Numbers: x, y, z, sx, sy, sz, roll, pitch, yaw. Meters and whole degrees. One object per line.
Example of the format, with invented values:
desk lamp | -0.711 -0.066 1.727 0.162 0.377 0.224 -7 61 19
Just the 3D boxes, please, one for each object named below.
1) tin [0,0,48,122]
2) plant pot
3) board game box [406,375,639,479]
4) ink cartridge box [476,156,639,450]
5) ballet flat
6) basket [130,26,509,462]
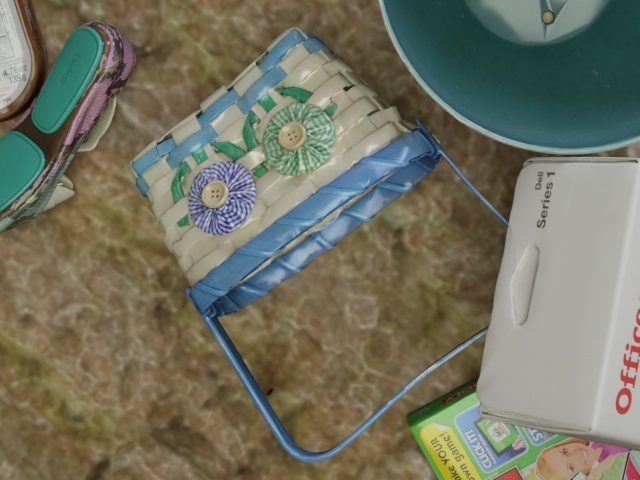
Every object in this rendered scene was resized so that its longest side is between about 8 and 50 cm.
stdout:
tin | -0.298 -0.192 1.168 0.106 0.040 0.190 -16 98 -1
plant pot | 0.182 -0.221 1.076 0.290 0.195 0.290 0 99 0
board game box | 0.246 0.242 1.222 0.213 0.046 0.317 -30 97 4
ink cartridge box | 0.270 0.065 1.071 0.278 0.117 0.201 16 82 -38
ballet flat | -0.225 -0.081 1.164 0.077 0.079 0.221 40 97 33
basket | 0.000 0.000 1.109 0.255 0.201 0.289 -40 87 6
